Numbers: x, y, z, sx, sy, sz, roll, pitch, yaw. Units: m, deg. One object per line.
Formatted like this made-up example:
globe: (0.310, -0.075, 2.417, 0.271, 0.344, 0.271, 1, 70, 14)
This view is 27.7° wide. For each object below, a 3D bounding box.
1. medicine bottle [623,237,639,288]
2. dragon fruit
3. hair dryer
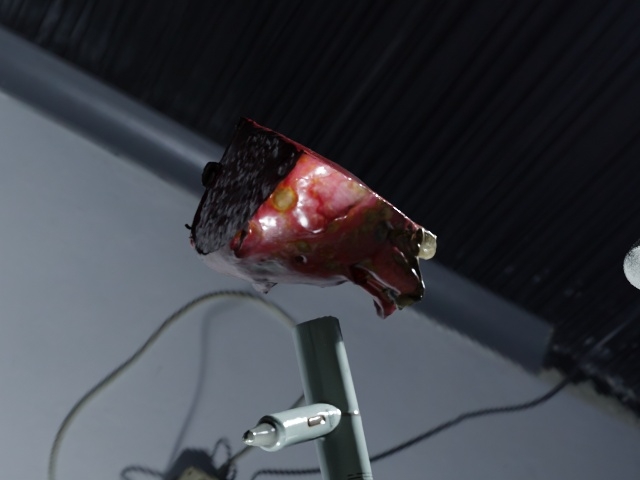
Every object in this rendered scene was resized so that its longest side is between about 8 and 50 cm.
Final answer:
medicine bottle: (0.380, 0.018, 1.469, 0.057, 0.057, 0.089, 46, 31, 7)
dragon fruit: (0.000, 0.000, 1.126, 0.211, 0.134, 0.262, 26, 4, -13)
hair dryer: (-0.020, 0.123, 0.985, 0.183, 0.044, 0.155, 28, 44, -60)
